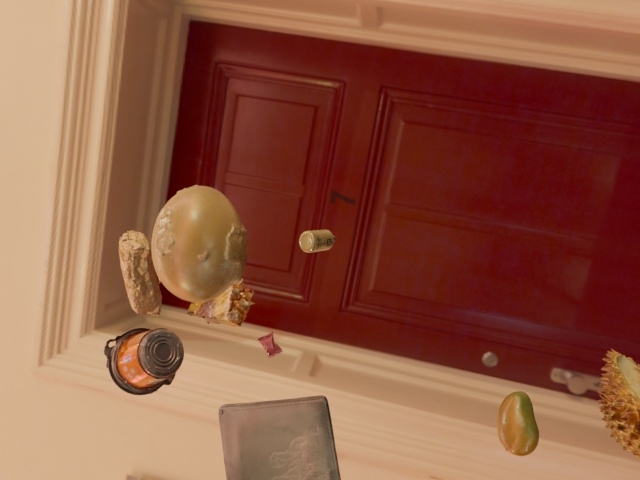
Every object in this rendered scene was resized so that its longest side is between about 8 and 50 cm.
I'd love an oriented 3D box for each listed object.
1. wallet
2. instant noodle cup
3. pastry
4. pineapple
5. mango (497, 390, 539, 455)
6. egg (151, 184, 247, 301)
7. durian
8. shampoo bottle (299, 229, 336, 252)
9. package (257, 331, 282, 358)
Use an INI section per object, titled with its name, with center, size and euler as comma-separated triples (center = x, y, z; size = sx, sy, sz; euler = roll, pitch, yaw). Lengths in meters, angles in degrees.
[wallet]
center = -0.079, 0.479, 0.932
size = 0.054, 0.251, 0.290
euler = 19, -118, -79
[instant noodle cup]
center = -0.439, 0.302, 1.162
size = 0.208, 0.125, 0.178
euler = 26, -130, -40
[pastry]
center = -0.486, 0.095, 1.210
size = 0.121, 0.089, 0.258
euler = -116, 25, -54
[pineapple]
center = -0.238, 0.142, 1.108
size = 0.233, 0.079, 0.135
euler = -9, 59, 49
[mango]
center = 0.812, 0.751, 1.837
size = 0.114, 0.156, 0.251
euler = 38, -129, -54
[egg]
center = -0.206, 0.005, 0.768
size = 0.164, 0.164, 0.201
euler = 67, -160, -78
[durian]
center = 0.657, 0.345, 0.916
size = 0.252, 0.139, 0.144
euler = -90, 1, -61
[shampoo bottle]
center = 0.000, 0.000, 1.628
size = 0.162, 0.079, 0.079
euler = -6, -70, -51
[package]
center = -0.168, 0.351, 1.496
size = 0.029, 0.059, 0.083
euler = -96, -20, -76
